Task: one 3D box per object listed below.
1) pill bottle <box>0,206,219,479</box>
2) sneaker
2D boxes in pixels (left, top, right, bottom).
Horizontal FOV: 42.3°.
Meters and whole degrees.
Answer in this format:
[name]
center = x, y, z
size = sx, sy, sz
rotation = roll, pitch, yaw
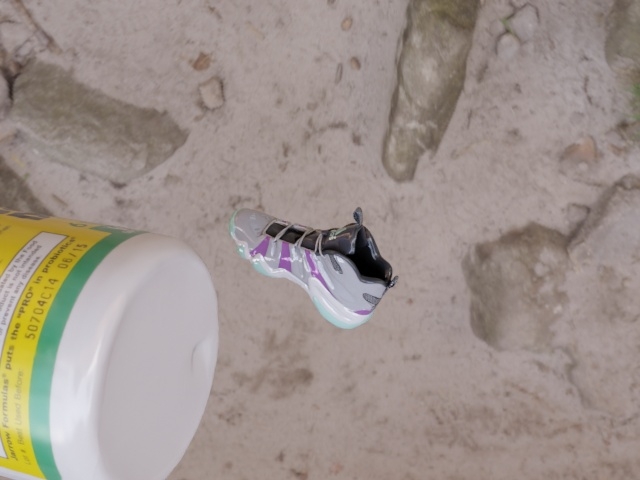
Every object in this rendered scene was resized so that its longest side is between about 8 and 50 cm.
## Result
[pill bottle]
center = -0.164, 0.041, 0.385
size = 0.209, 0.117, 0.117
rotation = 9, 118, 18
[sneaker]
center = 0.000, 0.000, 0.457
size = 0.098, 0.038, 0.069
rotation = 34, 136, -3
